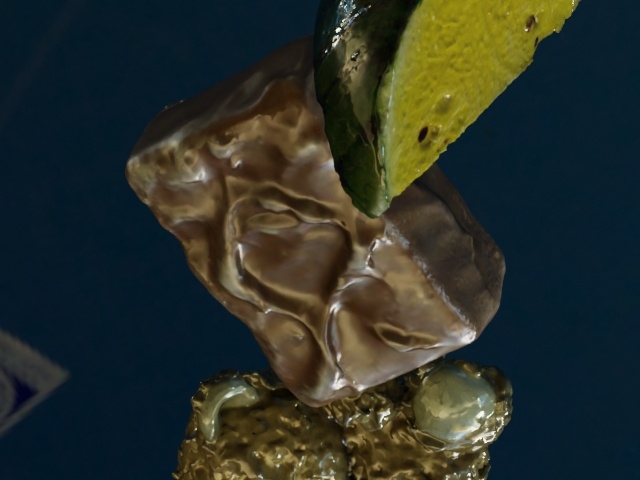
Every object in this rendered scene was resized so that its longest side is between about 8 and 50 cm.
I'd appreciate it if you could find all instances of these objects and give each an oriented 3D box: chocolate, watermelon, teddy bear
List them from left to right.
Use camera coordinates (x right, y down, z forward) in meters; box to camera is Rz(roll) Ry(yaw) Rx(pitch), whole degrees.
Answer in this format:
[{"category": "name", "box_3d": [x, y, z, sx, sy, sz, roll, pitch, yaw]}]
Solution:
[{"category": "chocolate", "box_3d": [0.000, 0.000, 0.900, 0.148, 0.093, 0.214, -24, -65, 30]}, {"category": "teddy bear", "box_3d": [0.013, 0.168, 1.235, 0.156, 0.256, 0.267, -107, -167, -49]}, {"category": "watermelon", "box_3d": [0.060, -0.104, 0.667, 0.092, 0.181, 0.075, 48, -34, -3]}]
